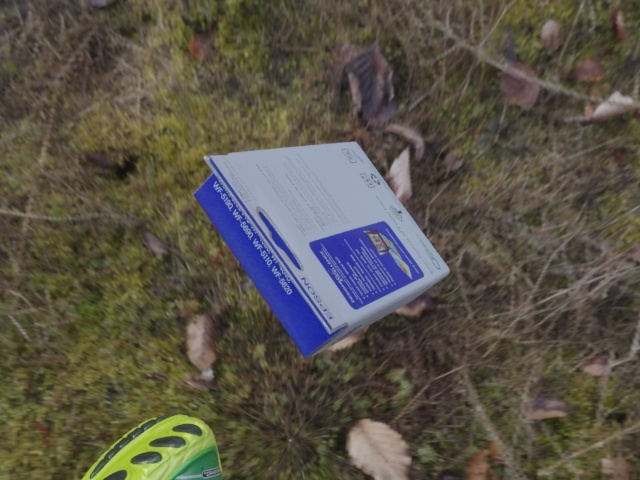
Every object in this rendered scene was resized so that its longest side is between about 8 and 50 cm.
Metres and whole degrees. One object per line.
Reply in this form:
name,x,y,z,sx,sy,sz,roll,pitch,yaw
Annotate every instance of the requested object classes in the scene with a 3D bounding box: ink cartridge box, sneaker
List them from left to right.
sneaker,-0.180,0.264,0.912,0.295,0.109,0.123,-38,113,-30
ink cartridge box,0.000,0.000,0.975,0.065,0.333,0.165,-38,81,20
